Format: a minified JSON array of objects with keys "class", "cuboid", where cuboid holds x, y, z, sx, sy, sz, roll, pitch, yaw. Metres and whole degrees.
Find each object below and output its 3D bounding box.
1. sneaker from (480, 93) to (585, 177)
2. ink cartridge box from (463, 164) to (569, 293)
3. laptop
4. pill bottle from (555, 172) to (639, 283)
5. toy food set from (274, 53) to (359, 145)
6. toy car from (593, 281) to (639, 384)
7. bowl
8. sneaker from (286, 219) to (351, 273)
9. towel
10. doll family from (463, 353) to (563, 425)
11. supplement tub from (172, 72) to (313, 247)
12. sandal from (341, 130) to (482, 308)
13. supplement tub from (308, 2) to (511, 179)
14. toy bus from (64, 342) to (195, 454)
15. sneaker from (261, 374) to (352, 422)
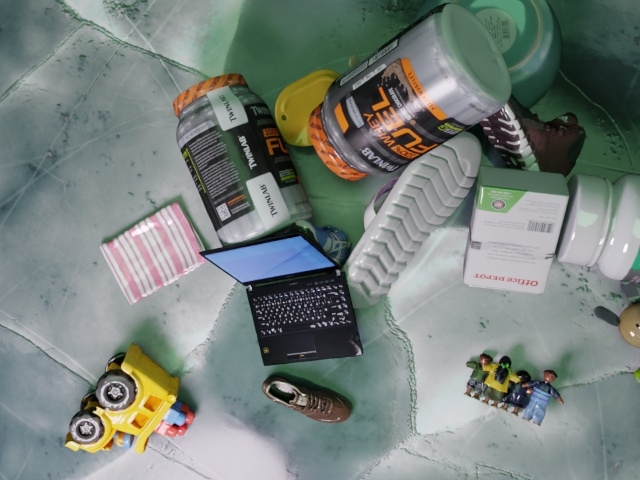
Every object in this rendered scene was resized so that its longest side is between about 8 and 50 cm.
[{"class":"sneaker","cuboid":[0.413,-0.221,1.536,0.162,0.106,0.281,-41,125,-9]},{"class":"ink cartridge box","cuboid":[0.365,-0.019,1.524,0.160,0.092,0.219,7,123,4]},{"class":"laptop","cuboid":[-0.074,0.120,1.532,0.234,0.137,0.264,-11,94,30]},{"class":"pill bottle","cuboid":[0.638,-0.012,1.493,0.361,0.204,0.204,10,90,5]},{"class":"toy food set","cuboid":[-0.007,-0.272,1.606,0.218,0.071,0.128,-31,107,-21]},{"class":"toy car","cuboid":[0.627,0.165,1.532,0.155,0.149,0.188,-42,74,-9]},{"class":"bowl","cuboid":[0.325,-0.391,1.545,0.312,0.163,0.311,0,88,4]},{"class":"sneaker","cuboid":[0.000,0.000,1.555,0.080,0.211,0.081,26,80,27]},{"class":"towel","cuboid":[-0.345,0.026,1.658,0.197,0.029,0.144,-30,86,4]},{"class":"doll family","cuboid":[0.380,0.284,1.578,0.193,0.076,0.111,22,87,0]},{"class":"supplement tub","cuboid":[-0.158,-0.151,1.564,0.194,0.193,0.316,-24,88,4]},{"class":"sandal","cuboid":[0.153,-0.056,1.579,0.416,0.169,0.102,-52,46,2]},{"class":"supplement tub","cuboid":[0.151,-0.252,1.441,0.338,0.207,0.207,-30,86,38]},{"class":"toy bus","cuboid":[-0.372,0.350,1.611,0.211,0.149,0.220,36,94,-12]},{"class":"sneaker","cuboid":[-0.030,0.326,1.607,0.188,0.071,0.066,17,90,5]}]
